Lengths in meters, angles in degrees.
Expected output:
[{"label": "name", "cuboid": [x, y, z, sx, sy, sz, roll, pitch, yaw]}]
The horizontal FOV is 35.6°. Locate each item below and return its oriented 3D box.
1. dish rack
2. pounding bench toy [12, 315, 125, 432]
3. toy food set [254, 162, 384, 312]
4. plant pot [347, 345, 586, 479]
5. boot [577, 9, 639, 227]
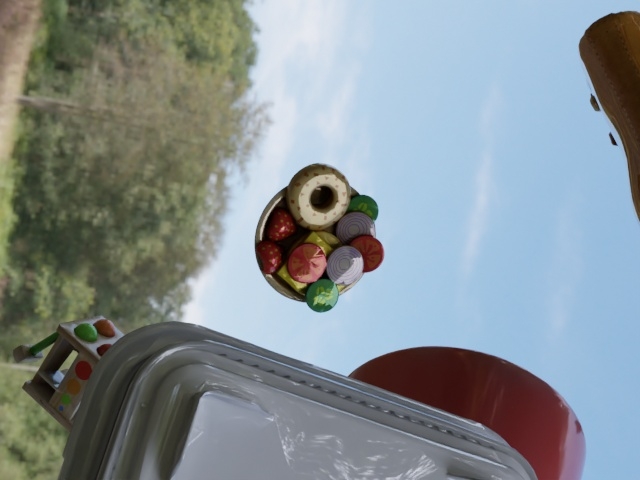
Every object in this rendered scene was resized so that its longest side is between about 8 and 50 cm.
[{"label": "dish rack", "cuboid": [-0.013, 0.222, 0.502, 0.072, 0.285, 0.332, -33, -141, 62]}, {"label": "pounding bench toy", "cuboid": [-0.177, 0.082, 0.714, 0.065, 0.083, 0.052, -57, 164, 15]}, {"label": "toy food set", "cuboid": [0.000, 0.000, 0.618, 0.083, 0.082, 0.020, -51, -157, -5]}, {"label": "plant pot", "cuboid": [0.111, 0.281, 0.960, 0.243, 0.275, 0.275, -69, -178, -48]}, {"label": "boot", "cuboid": [0.258, -0.020, 0.592, 0.104, 0.295, 0.211, -30, -116, 28]}]
